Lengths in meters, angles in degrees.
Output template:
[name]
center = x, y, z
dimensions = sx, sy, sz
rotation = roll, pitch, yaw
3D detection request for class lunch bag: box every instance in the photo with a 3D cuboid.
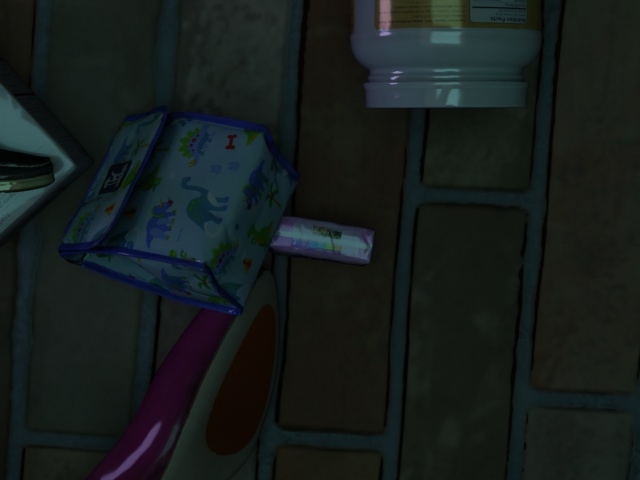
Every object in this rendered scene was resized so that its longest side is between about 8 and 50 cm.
[lunch bag]
center = -0.112, -0.028, 1.350
dimensions = 0.151, 0.096, 0.129
rotation = 12, 66, 30

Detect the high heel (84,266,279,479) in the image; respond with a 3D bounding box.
[high heel]
center = -0.169, 0.173, 1.386
dimensions = 0.181, 0.127, 0.377
rotation = 19, 77, 28

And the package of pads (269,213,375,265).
[package of pads]
center = 0.000, 0.000, 1.394
dimensions = 0.083, 0.050, 0.032
rotation = 8, 88, -1

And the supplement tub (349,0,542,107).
[supplement tub]
center = 0.094, -0.198, 1.335
dimensions = 0.144, 0.144, 0.200
rotation = 0, 94, -1

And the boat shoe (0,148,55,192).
[boat shoe]
center = -0.265, -0.064, 1.277
dimensions = 0.152, 0.056, 0.049
rotation = 5, 101, 0

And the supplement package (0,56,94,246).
[supplement package]
center = -0.274, -0.090, 1.357
dimensions = 0.105, 0.105, 0.179
rotation = -42, 93, 4
